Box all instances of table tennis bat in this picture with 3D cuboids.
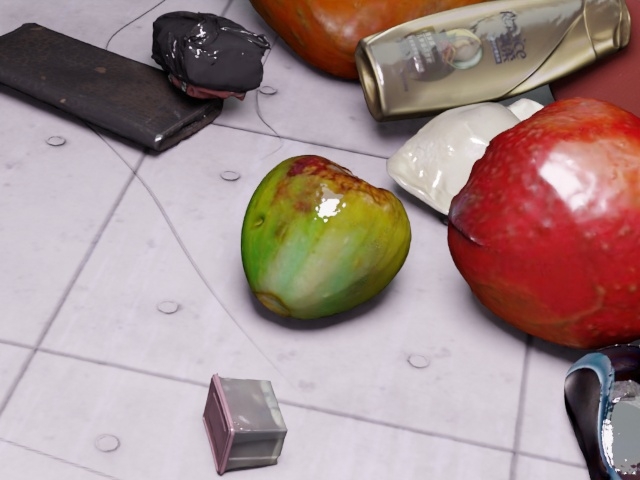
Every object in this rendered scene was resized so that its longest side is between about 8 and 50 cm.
[{"bbox_3d":[0.375,-0.253,1.987,0.310,0.200,0.038,45,4,-3],"label":"table tennis bat"}]

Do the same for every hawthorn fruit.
[{"bbox_3d":[0.077,-0.385,2.028,0.403,0.403,0.403,5,35,-4],"label":"hawthorn fruit"},{"bbox_3d":[0.299,-0.007,1.617,0.307,0.265,0.265,31,41,26],"label":"hawthorn fruit"}]

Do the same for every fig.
[{"bbox_3d":[0.000,0.000,1.626,0.181,0.181,0.191,27,63,25],"label":"fig"}]

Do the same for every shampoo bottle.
[{"bbox_3d":[0.223,-0.239,1.899,0.350,0.125,0.084,-14,-5,-13],"label":"shampoo bottle"}]

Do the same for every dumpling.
[{"bbox_3d":[0.195,-0.089,1.839,0.216,0.126,0.166,-6,56,-44],"label":"dumpling"}]

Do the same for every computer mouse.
[{"bbox_3d":[0.323,0.177,1.494,0.137,0.096,0.233,3,34,-8],"label":"computer mouse"}]

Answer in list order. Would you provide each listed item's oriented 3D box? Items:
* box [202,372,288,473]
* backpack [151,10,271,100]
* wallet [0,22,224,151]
[{"bbox_3d":[-0.073,0.176,1.452,0.063,0.060,0.084,4,34,-20],"label":"box"},{"bbox_3d":[-0.148,-0.235,1.912,0.120,0.106,0.165,5,12,-29],"label":"backpack"},{"bbox_3d":[-0.298,-0.201,1.951,0.321,0.044,0.170,22,34,19],"label":"wallet"}]
